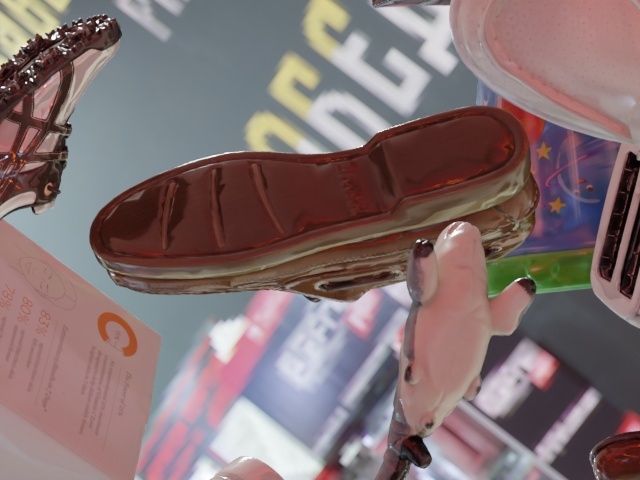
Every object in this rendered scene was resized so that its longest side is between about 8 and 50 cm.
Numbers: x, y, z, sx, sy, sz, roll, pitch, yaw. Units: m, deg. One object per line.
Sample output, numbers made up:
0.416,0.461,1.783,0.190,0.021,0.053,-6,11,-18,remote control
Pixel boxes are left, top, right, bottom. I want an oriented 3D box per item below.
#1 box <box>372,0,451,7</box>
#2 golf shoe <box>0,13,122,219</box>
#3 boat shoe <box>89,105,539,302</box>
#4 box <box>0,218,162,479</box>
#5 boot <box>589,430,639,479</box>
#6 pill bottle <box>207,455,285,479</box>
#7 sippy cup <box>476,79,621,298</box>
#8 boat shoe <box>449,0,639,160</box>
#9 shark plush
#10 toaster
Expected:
0.167,-0.307,1.727,0.163,0.142,0.247,-5,-4,-29,box
-0.203,-0.074,1.326,0.198,0.094,0.077,-43,25,-2,golf shoe
0.000,0.000,1.302,0.104,0.307,0.111,76,-173,-46,boat shoe
-0.339,0.105,1.760,0.168,0.345,0.215,-37,27,29,box
0.346,0.325,1.683,0.096,0.264,0.280,-41,22,36,boot
-0.129,0.318,1.870,0.229,0.131,0.131,-38,-16,-34,pill bottle
0.244,-0.065,1.819,0.305,0.224,0.240,-3,-4,-38,sippy cup
0.215,-0.079,0.957,0.156,0.367,0.136,-29,-48,-57,boat shoe
0.066,0.069,1.037,0.067,0.073,0.161,-173,90,-73,shark plush
0.318,-0.005,1.564,0.129,0.146,0.227,-128,48,-64,toaster
